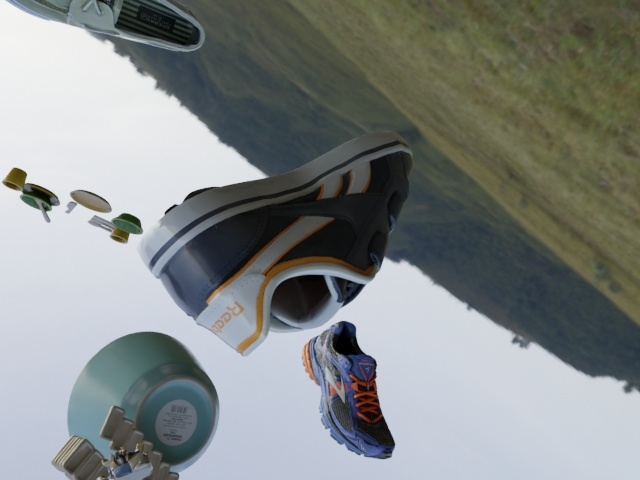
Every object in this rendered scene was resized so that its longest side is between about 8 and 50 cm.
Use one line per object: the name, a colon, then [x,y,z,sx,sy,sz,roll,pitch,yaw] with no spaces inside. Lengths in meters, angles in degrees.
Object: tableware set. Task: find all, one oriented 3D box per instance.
tableware set: [-0.279,-0.035,0.783,0.154,0.024,0.104,28,154,-24]

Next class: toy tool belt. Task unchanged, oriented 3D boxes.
toy tool belt: [-0.290,0.328,1.014,0.083,0.052,0.051,-15,-136,-26]

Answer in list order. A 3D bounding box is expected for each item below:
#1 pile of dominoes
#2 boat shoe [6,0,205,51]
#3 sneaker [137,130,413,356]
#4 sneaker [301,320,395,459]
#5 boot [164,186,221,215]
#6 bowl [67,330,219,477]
pile of dominoes: [-0.364,0.434,1.229,0.040,0.196,0.251,1,132,39]
boat shoe: [-0.295,-0.334,0.951,0.303,0.109,0.094,7,-164,-38]
sneaker: [0.000,0.000,0.617,0.321,0.126,0.127,-28,-104,-45]
sneaker: [0.042,0.195,0.938,0.083,0.087,0.221,14,-148,-38]
boot: [-0.232,-0.032,1.360,0.082,0.106,0.219,19,-152,21]
bowl: [-0.328,0.346,1.402,0.312,0.311,0.163,23,166,-37]
